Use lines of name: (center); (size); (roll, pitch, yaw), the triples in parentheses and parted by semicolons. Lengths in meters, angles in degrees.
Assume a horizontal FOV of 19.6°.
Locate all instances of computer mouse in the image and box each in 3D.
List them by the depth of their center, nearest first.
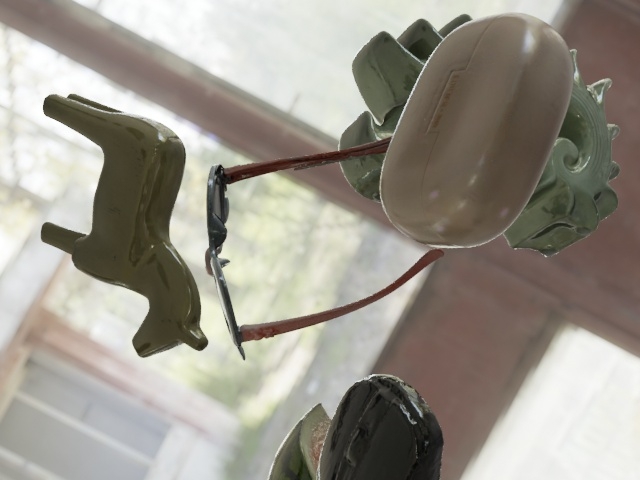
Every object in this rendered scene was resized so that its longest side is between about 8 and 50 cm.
computer mouse: (0.049, 0.262, 1.832); (0.137, 0.086, 0.269); (35, 130, 48)

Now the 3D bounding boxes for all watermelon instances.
watermelon: (0.015, 0.335, 2.272); (0.159, 0.303, 0.128); (-30, -27, -12)

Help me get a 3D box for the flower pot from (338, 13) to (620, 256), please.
flower pot: (0.202, -0.141, 2.322); (0.164, 0.368, 0.254); (-37, 42, 53)

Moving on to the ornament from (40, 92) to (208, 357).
ornament: (-0.192, -0.009, 1.848); (0.061, 0.245, 0.230); (-5, -68, -55)

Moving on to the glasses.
glasses: (0.000, 0.000, 2.068); (0.118, 0.268, 0.234); (75, -174, -53)

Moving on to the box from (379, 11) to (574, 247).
box: (0.123, -0.088, 1.466); (0.146, 0.088, 0.200); (-1, 62, 55)
